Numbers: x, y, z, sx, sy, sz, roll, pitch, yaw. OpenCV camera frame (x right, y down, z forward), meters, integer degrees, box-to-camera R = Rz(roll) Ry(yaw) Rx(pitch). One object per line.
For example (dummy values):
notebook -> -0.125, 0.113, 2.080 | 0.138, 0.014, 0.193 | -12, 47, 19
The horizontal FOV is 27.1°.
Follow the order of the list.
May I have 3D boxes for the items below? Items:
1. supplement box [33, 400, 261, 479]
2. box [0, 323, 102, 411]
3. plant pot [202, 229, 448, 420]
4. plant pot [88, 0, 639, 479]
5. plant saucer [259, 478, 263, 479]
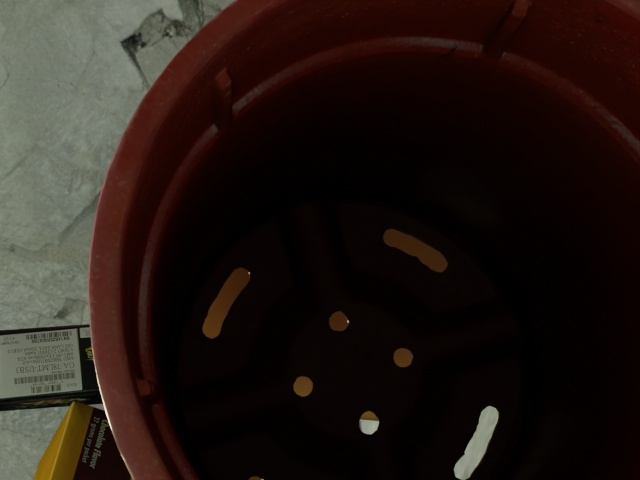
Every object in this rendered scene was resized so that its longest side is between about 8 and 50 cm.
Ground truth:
supplement box -> -0.176, 0.268, 1.255 | 0.191, 0.194, 0.129 | 128, 158, -56
box -> -0.191, 0.124, 1.327 | 0.295, 0.293, 0.073 | 151, 116, -70
plant pot -> 0.000, 0.000, 0.898 | 0.291, 0.203, 0.291 | -159, 90, -78
plant pot -> 0.036, 0.046, 0.595 | 0.265, 0.272, 0.272 | 123, 164, -75
plant saucer -> -0.026, 0.229, 1.018 | 0.188, 0.045, 0.188 | -96, 29, -65
